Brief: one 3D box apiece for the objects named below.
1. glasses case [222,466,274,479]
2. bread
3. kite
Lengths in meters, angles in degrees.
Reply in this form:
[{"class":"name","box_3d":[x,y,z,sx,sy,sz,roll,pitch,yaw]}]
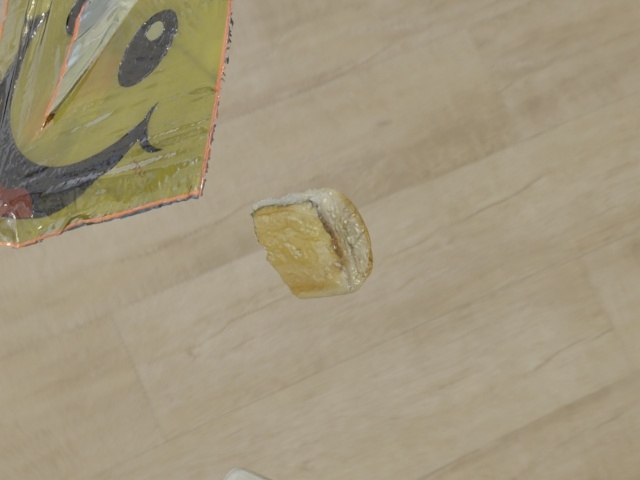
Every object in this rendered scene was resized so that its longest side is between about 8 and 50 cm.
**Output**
[{"class":"glasses case","box_3d":[-0.046,0.218,1.083,0.083,0.021,0.032,29,99,-20]},{"class":"bread","box_3d":[-0.001,-0.001,1.347,0.082,0.106,0.125,-44,115,-46]},{"class":"kite","box_3d":[-0.152,-0.138,0.920,0.013,0.377,0.327,35,93,-42]}]
